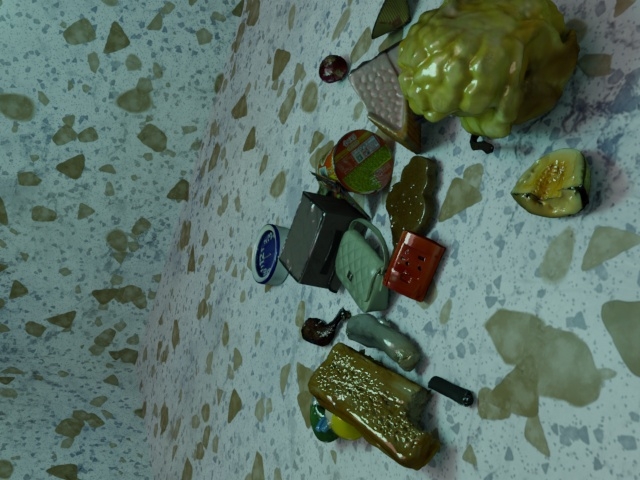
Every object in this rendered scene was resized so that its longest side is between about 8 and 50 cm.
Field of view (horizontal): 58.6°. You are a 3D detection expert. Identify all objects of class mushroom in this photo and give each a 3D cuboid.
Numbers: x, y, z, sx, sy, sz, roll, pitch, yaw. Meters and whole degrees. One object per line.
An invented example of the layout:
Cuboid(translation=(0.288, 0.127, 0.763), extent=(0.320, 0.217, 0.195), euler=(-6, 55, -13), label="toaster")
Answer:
Cuboid(translation=(0.154, 0.253, 1.465), extent=(0.278, 0.099, 0.097), euler=(19, 115, 59), label="mushroom")

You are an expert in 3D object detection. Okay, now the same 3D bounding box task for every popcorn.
Cuboid(translation=(0.329, -0.339, 1.173), extent=(0.382, 0.348, 0.349), euler=(75, 178, -48), label="popcorn")

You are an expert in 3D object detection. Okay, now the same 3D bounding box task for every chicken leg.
Cuboid(translation=(0.010, 0.273, 1.768), extent=(0.253, 0.051, 0.106), euler=(-27, 52, 52), label="chicken leg")

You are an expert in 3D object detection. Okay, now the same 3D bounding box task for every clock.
Cuboid(translation=(-0.183, 0.054, 2.166), extent=(0.230, 0.083, 0.231), euler=(-27, 59, 57), label="clock")
Cuboid(translation=(0.224, 0.061, 1.394), extent=(0.113, 0.061, 0.155), euler=(25, 104, 22), label="clock")

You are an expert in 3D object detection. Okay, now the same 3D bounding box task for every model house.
Cuboid(translation=(0.235, -0.362, 1.474), extent=(0.236, 0.202, 0.238), euler=(-28, 75, 12), label="model house")

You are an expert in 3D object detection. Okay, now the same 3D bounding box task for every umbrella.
Cuboid(translation=(0.288, 0.331, 1.260), extent=(0.133, 0.031, 0.036), euler=(13, 93, 61), label="umbrella")

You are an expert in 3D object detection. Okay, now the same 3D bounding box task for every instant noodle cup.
Cuboid(translation=(0.086, -0.217, 1.695), extent=(0.212, 0.192, 0.193), euler=(177, 103, -70), label="instant noodle cup")

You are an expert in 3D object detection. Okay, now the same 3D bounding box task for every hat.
Cuboid(translation=(0.232, -0.669, 1.688), extent=(0.193, 0.082, 0.193), euler=(-60, -5, -8), label="hat")

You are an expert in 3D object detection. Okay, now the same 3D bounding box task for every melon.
Cuboid(translation=(0.458, -0.109, 1.080), extent=(0.160, 0.079, 0.128), euler=(-2, 58, 62), label="melon")

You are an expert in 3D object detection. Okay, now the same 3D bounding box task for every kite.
Cuboid(translation=(0.057, -0.135, 1.657), extent=(0.014, 0.241, 0.183), euler=(-53, -1, -5), label="kite")

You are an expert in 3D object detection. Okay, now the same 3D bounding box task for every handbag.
Cuboid(translation=(0.119, 0.054, 1.566), extent=(0.256, 0.079, 0.220), euler=(-127, 38, -56), label="handbag")

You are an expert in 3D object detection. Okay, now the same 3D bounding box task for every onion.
Cuboid(translation=(0.044, -0.594, 1.983), extent=(0.107, 0.097, 0.107), euler=(-17, 55, 26), label="onion")

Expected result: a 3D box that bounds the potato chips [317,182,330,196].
Cuboid(translation=(0.005, -0.143, 1.907), extent=(0.202, 0.029, 0.220), euler=(-102, 30, -63), label="potato chips")

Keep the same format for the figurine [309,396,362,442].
Cuboid(translation=(0.058, 0.453, 1.555), extent=(0.234, 0.127, 0.185), euler=(128, 151, -56), label="figurine")

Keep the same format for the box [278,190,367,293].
Cuboid(translation=(0.000, 0.000, 1.744), extent=(0.188, 0.153, 0.253), euler=(45, 118, 56), label="box")

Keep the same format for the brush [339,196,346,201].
Cuboid(translation=(0.071, -0.093, 1.827), extent=(0.090, 0.017, 0.315), euler=(-23, 60, 54), label="brush")

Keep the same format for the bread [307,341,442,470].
Cuboid(translation=(0.140, 0.386, 1.374), extent=(0.185, 0.109, 0.380), euler=(-47, 40, -17), label="bread")

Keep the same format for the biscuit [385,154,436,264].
Cuboid(translation=(0.231, -0.061, 1.492), extent=(0.183, 0.047, 0.320), euler=(-9, 72, 64), label="biscuit")
